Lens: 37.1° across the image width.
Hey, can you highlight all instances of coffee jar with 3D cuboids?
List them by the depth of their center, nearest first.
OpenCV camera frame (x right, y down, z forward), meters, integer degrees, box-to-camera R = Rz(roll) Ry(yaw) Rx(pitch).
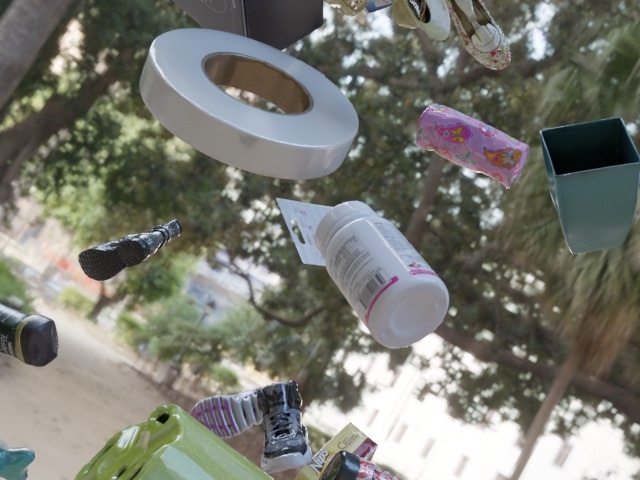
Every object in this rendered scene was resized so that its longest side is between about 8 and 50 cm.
[{"bbox_3d":[-0.583,0.175,1.805,0.184,0.079,0.096,12,-60,24],"label":"coffee jar"}]

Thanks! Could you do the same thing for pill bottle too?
[{"bbox_3d":[0.106,0.055,1.794,0.160,0.160,0.283,42,9,-43],"label":"pill bottle"}]

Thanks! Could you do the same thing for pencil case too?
[{"bbox_3d":[0.369,-0.236,2.355,0.284,0.124,0.124,26,-11,15],"label":"pencil case"}]

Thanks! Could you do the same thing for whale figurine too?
[{"bbox_3d":[-0.750,0.466,2.014,0.272,0.216,0.141,20,34,-15],"label":"whale figurine"}]

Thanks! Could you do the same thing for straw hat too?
[{"bbox_3d":[0.157,-0.396,1.636,0.061,0.145,0.144,-22,-47,37],"label":"straw hat"}]

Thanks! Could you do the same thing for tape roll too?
[{"bbox_3d":[-0.119,-0.246,1.665,0.392,0.072,0.392,18,31,-11],"label":"tape roll"}]

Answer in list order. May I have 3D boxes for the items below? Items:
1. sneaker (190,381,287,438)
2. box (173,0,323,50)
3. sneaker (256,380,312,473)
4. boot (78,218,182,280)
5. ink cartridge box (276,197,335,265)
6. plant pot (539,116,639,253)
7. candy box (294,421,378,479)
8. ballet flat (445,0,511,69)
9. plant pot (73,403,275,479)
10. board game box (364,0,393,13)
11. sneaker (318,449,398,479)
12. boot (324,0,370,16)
[{"bbox_3d":[-0.175,0.379,2.134,0.104,0.236,0.095,150,-73,-79],"label":"sneaker"},{"bbox_3d":[-0.195,-0.604,1.950,0.395,0.212,0.294,45,-23,25],"label":"box"},{"bbox_3d":[-0.081,0.367,1.911,0.101,0.153,0.268,-13,1,-1],"label":"sneaker"},{"bbox_3d":[-0.452,0.021,2.295,0.246,0.161,0.083,-14,-77,35],"label":"boot"},{"bbox_3d":[0.000,0.000,2.207,0.232,0.066,0.189,3,52,-41],"label":"ink cartridge box"},{"bbox_3d":[0.552,-0.099,1.947,0.165,0.165,0.234,-10,-52,7],"label":"plant pot"},{"bbox_3d":[0.002,0.553,2.061,0.087,0.183,0.316,37,-44,20],"label":"candy box"},{"bbox_3d":[0.323,-0.464,2.024,0.241,0.091,0.077,54,11,-6],"label":"ballet flat"},{"bbox_3d":[-0.135,0.322,1.013,0.254,0.276,0.276,49,-14,-14],"label":"plant pot"},{"bbox_3d":[0.205,-0.618,2.111,0.305,0.053,0.193,-16,-25,19],"label":"board game box"},{"bbox_3d":[0.032,0.472,1.589,0.145,0.270,0.090,28,28,-12],"label":"sneaker"},{"bbox_3d":[0.106,-0.533,1.860,0.095,0.203,0.262,64,20,5],"label":"boot"}]
